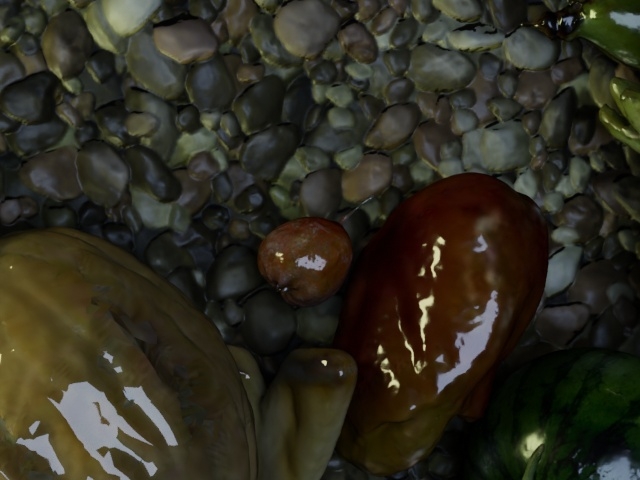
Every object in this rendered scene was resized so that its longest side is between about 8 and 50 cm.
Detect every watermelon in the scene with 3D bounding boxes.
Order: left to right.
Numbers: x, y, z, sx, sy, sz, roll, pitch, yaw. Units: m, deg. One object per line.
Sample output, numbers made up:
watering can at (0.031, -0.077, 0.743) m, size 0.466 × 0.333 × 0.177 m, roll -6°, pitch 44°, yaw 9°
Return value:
watermelon at (0.193, 0.174, 1.205) m, size 0.214 × 0.188 × 0.188 m, roll -25°, pitch 104°, yaw -55°

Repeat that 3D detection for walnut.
walnut at (-0.164, 0.114, 1.091) m, size 0.225 × 0.225 × 0.261 m, roll -45°, pitch 93°, yaw -10°

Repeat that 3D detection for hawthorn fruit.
hawthorn fruit at (0.000, 0.000, 1.212) m, size 0.067 × 0.066 × 0.103 m, roll 43°, pitch 69°, yaw -15°

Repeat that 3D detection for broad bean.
broad bean at (0.083, 0.063, 1.189) m, size 0.122 × 0.156 × 0.229 m, roll 22°, pitch 89°, yaw -31°
broad bean at (0.319, -0.167, 1.294) m, size 0.339 × 0.061 × 0.077 m, roll -5°, pitch 84°, yaw -17°

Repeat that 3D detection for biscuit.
biscuit at (-0.033, 0.175, 1.171) m, size 0.047 × 0.164 × 0.208 m, roll -8°, pitch 97°, yaw -50°

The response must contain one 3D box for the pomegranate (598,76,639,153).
pomegranate at (0.358, -0.008, 1.247) m, size 0.358 × 0.216 × 0.310 m, roll 40°, pitch 81°, yaw 2°
